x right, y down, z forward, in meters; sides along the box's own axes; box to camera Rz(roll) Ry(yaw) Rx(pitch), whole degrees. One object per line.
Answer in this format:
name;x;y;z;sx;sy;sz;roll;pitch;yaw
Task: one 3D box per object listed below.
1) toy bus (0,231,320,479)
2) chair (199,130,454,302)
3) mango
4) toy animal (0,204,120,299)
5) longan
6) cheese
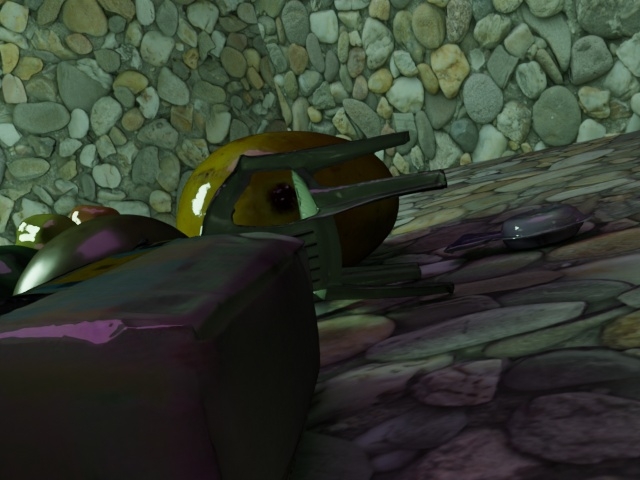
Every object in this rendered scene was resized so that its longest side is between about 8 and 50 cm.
toy bus;-0.090;0.092;0.521;0.163;0.171;0.386;-5;8;6
chair;0.000;0.000;0.883;0.275;0.203;0.190;-11;18;-7
mango;-0.034;-0.043;1.205;0.300;0.232;0.446;-18;-3;20
toy animal;-0.364;0.081;1.074;0.191;0.215;0.338;14;19;15
longan;-0.216;0.067;0.841;0.220;0.196;0.197;-16;5;-43
cheese;0.259;-0.012;1.025;0.191;0.042;0.105;-15;5;28
